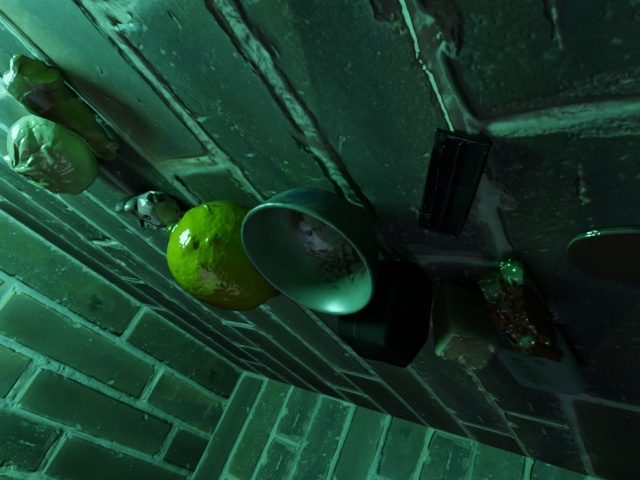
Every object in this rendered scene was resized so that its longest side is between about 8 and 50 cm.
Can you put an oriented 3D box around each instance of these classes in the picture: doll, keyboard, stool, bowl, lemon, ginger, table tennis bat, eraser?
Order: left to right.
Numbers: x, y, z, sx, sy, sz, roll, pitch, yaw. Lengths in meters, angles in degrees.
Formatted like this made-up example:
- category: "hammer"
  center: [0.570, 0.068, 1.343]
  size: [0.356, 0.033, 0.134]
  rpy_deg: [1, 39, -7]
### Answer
- category: "ginger"
  center: [-0.553, -0.269, 0.955]
  size: [0.131, 0.086, 0.294]
  rpy_deg: [-8, 148, 13]
- category: "doll"
  center: [-0.454, -0.083, 1.185]
  size: [0.192, 0.095, 0.149]
  rpy_deg: [5, 153, 32]
- category: "lemon"
  center: [-0.212, 0.037, 1.025]
  size: [0.283, 0.261, 0.260]
  rpy_deg: [18, 152, 9]
- category: "bowl"
  center: [0.000, 0.000, 0.867]
  size: [0.289, 0.146, 0.289]
  rpy_deg: [20, 140, 18]
- category: "stool"
  center: [0.148, 0.157, 0.976]
  size: [0.141, 0.232, 0.232]
  rpy_deg: [3, 146, 40]
- category: "keyboard"
  center: [0.212, -0.082, 0.712]
  size: [0.087, 0.017, 0.250]
  rpy_deg: [18, 152, 16]
- category: "eraser"
  center: [0.507, 0.277, 1.032]
  size: [0.174, 0.081, 0.227]
  rpy_deg: [-4, 142, 44]
- category: "table tennis bat"
  center: [0.504, 0.020, 0.650]
  size: [0.246, 0.022, 0.138]
  rpy_deg: [-6, 141, 49]

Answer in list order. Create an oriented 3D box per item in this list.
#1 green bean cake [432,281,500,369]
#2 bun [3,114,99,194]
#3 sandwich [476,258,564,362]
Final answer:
- category: "green bean cake"
  center: [0.300, 0.176, 0.918]
  size: [0.109, 0.179, 0.085]
  rpy_deg: [19, 119, -1]
- category: "bun"
  center: [-0.693, -0.206, 1.116]
  size: [0.229, 0.145, 0.229]
  rpy_deg: [21, 150, 13]
- category: "sandwich"
  center: [0.369, 0.138, 0.822]
  size: [0.109, 0.160, 0.184]
  rpy_deg: [-20, 139, 30]
